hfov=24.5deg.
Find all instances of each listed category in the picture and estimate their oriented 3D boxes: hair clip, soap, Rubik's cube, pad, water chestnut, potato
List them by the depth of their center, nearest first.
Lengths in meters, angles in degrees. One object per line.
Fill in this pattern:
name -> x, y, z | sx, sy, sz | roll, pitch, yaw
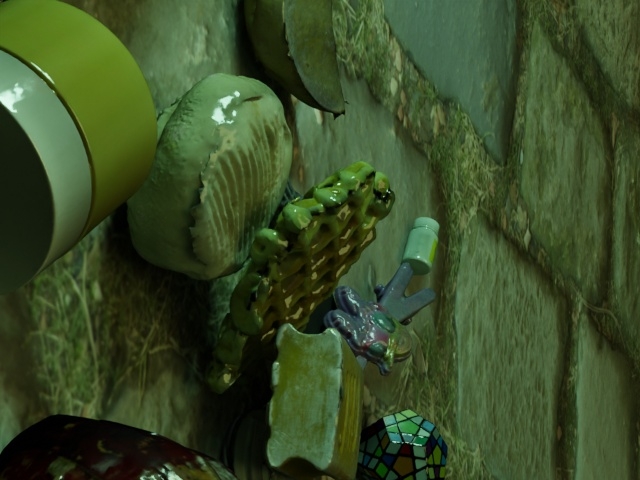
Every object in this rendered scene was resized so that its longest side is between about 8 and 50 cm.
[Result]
water chestnut -> -0.196, 0.298, 1.351 | 0.289, 0.289, 0.244 | 47, 52, -49
soap -> -0.004, 0.208, 1.785 | 0.274, 0.089, 0.173 | 62, 32, -76
hair clip -> -0.077, 0.273, 1.794 | 0.116, 0.049, 0.172 | 35, 52, -60
potato -> -0.044, -0.265, 1.872 | 0.138, 0.098, 0.243 | -30, 119, -55
pad -> 0.005, 0.139, 2.006 | 0.116, 0.004, 0.193 | -41, 122, -55
hair clip -> 0.076, 0.109, 2.048 | 0.137, 0.090, 0.278 | 47, 29, 0
Rubik's cube -> 0.115, 0.304, 2.073 | 0.112, 0.133, 0.133 | -44, 130, -20

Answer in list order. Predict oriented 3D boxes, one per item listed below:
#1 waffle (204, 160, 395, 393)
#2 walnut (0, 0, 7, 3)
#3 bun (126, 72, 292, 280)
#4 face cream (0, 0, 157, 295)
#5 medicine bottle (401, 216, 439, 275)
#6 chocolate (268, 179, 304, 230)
waffle -> -0.031, 0.039, 1.751 | 0.317, 0.073, 0.297 | -59, 166, 25
walnut -> -0.310, -0.239, 1.424 | 0.121, 0.052, 0.091 | -57, 133, -51
bun -> -0.128, -0.076, 1.637 | 0.239, 0.141, 0.239 | -56, 157, -38
face cream -> -0.277, -0.085, 1.291 | 0.179, 0.218, 0.218 | -48, 128, -54
medicine bottle -> 0.154, 0.009, 2.249 | 0.047, 0.047, 0.083 | 56, 41, -42
chocolate -> -0.056, -0.049, 1.848 | 0.167, 0.072, 0.072 | 57, 40, -39
